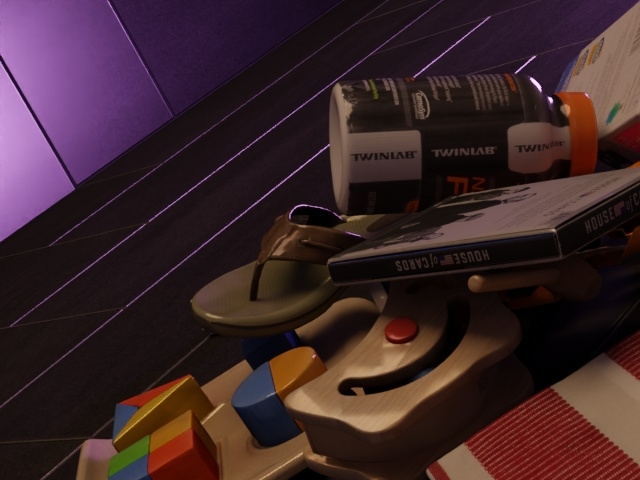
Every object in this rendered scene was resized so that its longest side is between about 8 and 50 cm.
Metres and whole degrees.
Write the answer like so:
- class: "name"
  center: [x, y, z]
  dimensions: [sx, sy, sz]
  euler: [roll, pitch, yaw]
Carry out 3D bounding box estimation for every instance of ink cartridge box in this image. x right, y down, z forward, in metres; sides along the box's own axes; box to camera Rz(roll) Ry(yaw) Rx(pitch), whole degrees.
- class: "ink cartridge box"
  center: [0.304, -0.146, 1.526]
  dimensions: [0.185, 0.065, 0.311]
  euler: [-67, 10, -19]

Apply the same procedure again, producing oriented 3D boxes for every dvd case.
- class: "dvd case"
  center: [0.147, -0.013, 1.217]
  dimensions: [0.239, 0.029, 0.179]
  euler: [-7, 13, 46]

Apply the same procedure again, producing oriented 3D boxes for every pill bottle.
- class: "pill bottle"
  center: [0.136, -0.093, 1.423]
  dimensions: [0.246, 0.130, 0.130]
  euler: [-3, 14, -5]

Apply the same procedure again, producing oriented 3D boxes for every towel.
- class: "towel"
  center: [0.249, 0.127, 1.049]
  dimensions: [0.329, 0.037, 0.237]
  euler: [-31, 17, -4]

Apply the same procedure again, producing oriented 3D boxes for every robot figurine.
- class: "robot figurine"
  center: [0.267, -0.016, 1.345]
  dimensions: [0.291, 0.085, 0.211]
  euler: [-23, 2, 19]

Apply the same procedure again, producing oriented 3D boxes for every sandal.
- class: "sandal"
  center: [0.000, -0.001, 1.468]
  dimensions: [0.303, 0.086, 0.120]
  euler: [-30, 32, -18]

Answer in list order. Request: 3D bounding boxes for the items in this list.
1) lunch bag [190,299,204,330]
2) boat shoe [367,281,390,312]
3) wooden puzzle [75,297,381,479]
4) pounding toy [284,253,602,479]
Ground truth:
- class: "lunch bag"
  center: [-0.104, 0.071, 1.822]
  dimensions: [0.083, 0.053, 0.071]
  euler: [-29, 13, -39]
- class: "boat shoe"
  center: [0.090, 0.017, 1.569]
  dimensions: [0.079, 0.095, 0.254]
  euler: [-28, 16, 8]
- class: "wooden puzzle"
  center: [-0.088, 0.165, 1.432]
  dimensions: [0.348, 0.080, 0.322]
  euler: [-28, 15, 2]
- class: "pounding toy"
  center: [0.084, 0.068, 1.225]
  dimensions: [0.269, 0.155, 0.154]
  euler: [-34, 40, -20]
